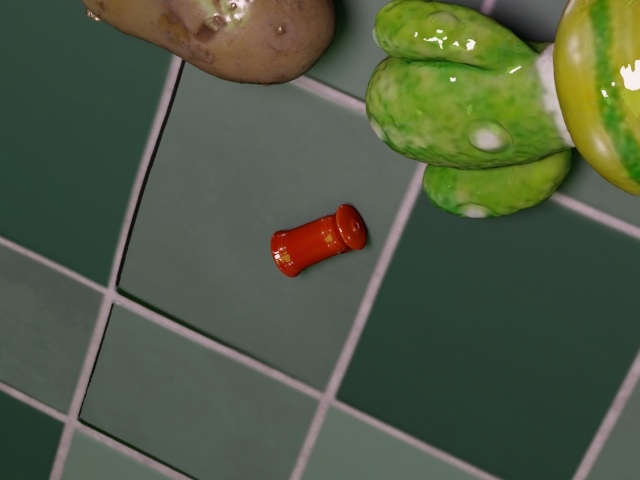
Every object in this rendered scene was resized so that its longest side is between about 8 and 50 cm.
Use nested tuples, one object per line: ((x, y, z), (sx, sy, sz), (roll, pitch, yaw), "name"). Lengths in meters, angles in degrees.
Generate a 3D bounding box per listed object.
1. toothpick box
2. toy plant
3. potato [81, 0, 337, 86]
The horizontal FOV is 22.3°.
((0.000, 0.000, 1.490), (0.083, 0.047, 0.047), (-22, 107, 30), "toothpick box")
((0.170, -0.116, 1.290), (0.315, 0.184, 0.224), (-10, 132, 38), "toy plant")
((-0.103, -0.231, 1.343), (0.262, 0.165, 0.165), (29, 125, 12), "potato")
